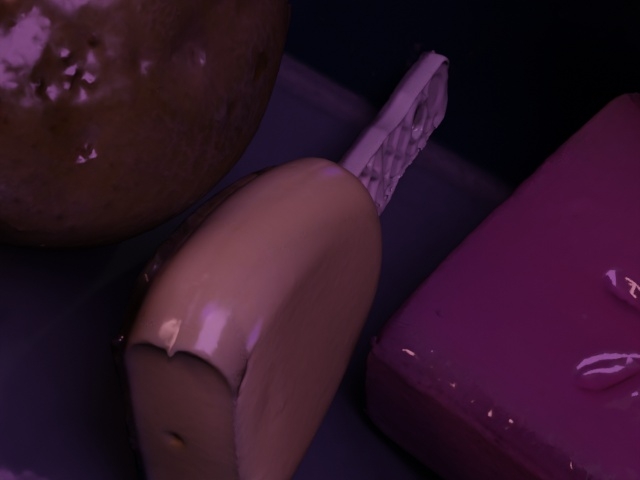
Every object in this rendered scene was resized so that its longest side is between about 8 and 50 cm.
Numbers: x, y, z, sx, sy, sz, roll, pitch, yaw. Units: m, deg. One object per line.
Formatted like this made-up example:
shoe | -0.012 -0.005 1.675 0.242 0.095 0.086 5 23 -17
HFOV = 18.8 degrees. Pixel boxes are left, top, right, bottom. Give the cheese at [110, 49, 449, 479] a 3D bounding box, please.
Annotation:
cheese | 0.000 0.000 0.795 0.054 0.127 0.251 15 44 22

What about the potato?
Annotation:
potato | -0.099 -0.102 0.742 0.178 0.160 0.235 52 45 -30

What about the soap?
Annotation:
soap | 0.171 0.075 0.787 0.259 0.081 0.181 37 64 23
